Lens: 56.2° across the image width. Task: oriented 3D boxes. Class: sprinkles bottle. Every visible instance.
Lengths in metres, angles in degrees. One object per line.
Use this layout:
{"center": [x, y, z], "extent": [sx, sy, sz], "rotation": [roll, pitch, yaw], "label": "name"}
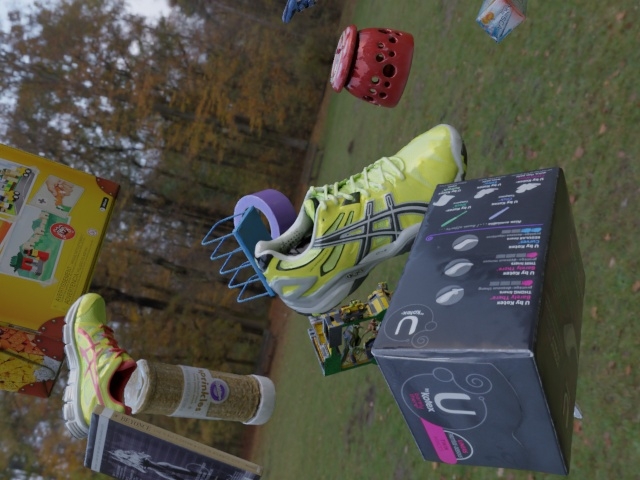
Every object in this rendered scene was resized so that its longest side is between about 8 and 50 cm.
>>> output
{"center": [-0.277, 0.365, 1.427], "extent": [0.121, 0.356, 0.121], "rotation": [-23, 58, 44], "label": "sprinkles bottle"}

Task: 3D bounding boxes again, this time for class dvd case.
{"center": [-0.199, 0.297, 0.789], "extent": [0.018, 0.221, 0.164], "rotation": [-73, 6, -47], "label": "dvd case"}

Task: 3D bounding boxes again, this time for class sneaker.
{"center": [-0.040, -0.585, 1.455], "extent": [0.144, 0.059, 0.053], "rotation": [-54, 11, 6], "label": "sneaker"}
{"center": [-0.307, 0.170, 0.857], "extent": [0.081, 0.094, 0.208], "rotation": [69, -172, -66], "label": "sneaker"}
{"center": [0.064, -0.042, 0.927], "extent": [0.385, 0.147, 0.145], "rotation": [-44, 36, 6], "label": "sneaker"}

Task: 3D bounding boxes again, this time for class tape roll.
{"center": [-0.155, -0.047, 1.707], "extent": [0.080, 0.189, 0.188], "rotation": [-24, -38, -43], "label": "tape roll"}

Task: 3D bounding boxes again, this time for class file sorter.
{"center": [-0.167, 0.034, 1.323], "extent": [0.170, 0.105, 0.118], "rotation": [62, -156, -22], "label": "file sorter"}

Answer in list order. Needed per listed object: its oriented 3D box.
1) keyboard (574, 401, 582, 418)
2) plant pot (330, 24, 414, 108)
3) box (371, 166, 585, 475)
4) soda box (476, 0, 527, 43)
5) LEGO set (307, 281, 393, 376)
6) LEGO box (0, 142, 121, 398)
{"center": [0.447, 0.258, 1.231], "extent": [0.014, 0.256, 0.072], "rotation": [-37, 7, -26], "label": "keyboard"}
{"center": [0.126, -0.445, 1.507], "extent": [0.191, 0.174, 0.191], "rotation": [-167, 90, -82], "label": "plant pot"}
{"center": [0.176, 0.069, 0.610], "extent": [0.165, 0.144, 0.270], "rotation": [64, -144, -29], "label": "box"}
{"center": [0.326, -0.413, 1.071], "extent": [0.063, 0.058, 0.183], "rotation": [-41, 10, 35], "label": "soda box"}
{"center": [0.075, 0.215, 1.682], "extent": [0.331, 0.255, 0.192], "rotation": [79, 170, -50], "label": "LEGO set"}
{"center": [-0.666, 0.031, 1.246], "extent": [0.193, 0.373, 0.500], "rotation": [-56, 24, 35], "label": "LEGO box"}
